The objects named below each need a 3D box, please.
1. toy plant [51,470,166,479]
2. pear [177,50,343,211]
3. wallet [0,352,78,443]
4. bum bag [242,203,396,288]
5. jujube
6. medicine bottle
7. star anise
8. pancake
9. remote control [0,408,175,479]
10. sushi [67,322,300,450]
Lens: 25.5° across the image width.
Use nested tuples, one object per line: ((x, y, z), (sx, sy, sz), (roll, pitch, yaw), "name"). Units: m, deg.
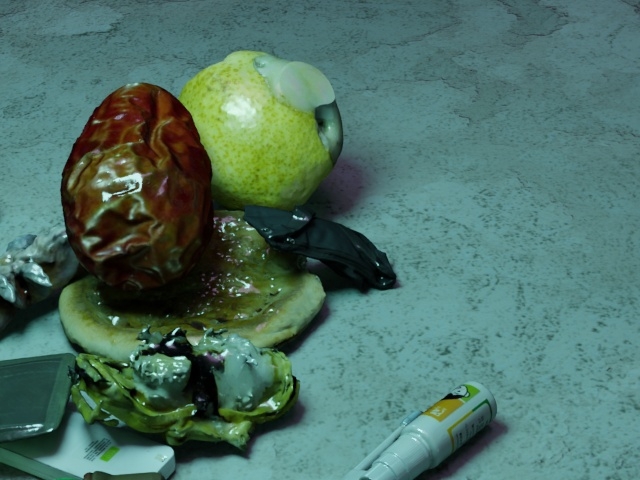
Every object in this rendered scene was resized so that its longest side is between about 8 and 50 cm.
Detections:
((-0.263, 0.325, 1.586), (0.200, 0.105, 0.143), (-19, 45, 3), "toy plant")
((-0.099, -0.164, 2.195), (0.271, 0.271, 0.271), (0, 32, 0), "pear")
((-0.430, 0.205, 1.771), (0.245, 0.052, 0.168), (-10, 28, 8), "wallet")
((0.000, 0.000, 2.041), (0.248, 0.060, 0.123), (23, 22, -38), "bum bag")
((-0.248, -0.085, 1.985), (0.216, 0.216, 0.342), (-3, 39, -4), "jujube")
((0.119, 0.247, 1.744), (0.092, 0.061, 0.221), (-3, 22, 47), "medicine bottle")
((-0.432, 0.048, 1.997), (0.236, 0.093, 0.229), (-24, 23, 11), "star anise")
((-0.180, 0.063, 2.023), (0.382, 0.071, 0.382), (-1, 32, 0), "pancake")
((-0.305, 0.258, 1.746), (0.250, 0.034, 0.103), (14, 35, 23), "remote control")
((-0.160, 0.183, 1.762), (0.291, 0.131, 0.139), (6, 19, -28), "sushi")
